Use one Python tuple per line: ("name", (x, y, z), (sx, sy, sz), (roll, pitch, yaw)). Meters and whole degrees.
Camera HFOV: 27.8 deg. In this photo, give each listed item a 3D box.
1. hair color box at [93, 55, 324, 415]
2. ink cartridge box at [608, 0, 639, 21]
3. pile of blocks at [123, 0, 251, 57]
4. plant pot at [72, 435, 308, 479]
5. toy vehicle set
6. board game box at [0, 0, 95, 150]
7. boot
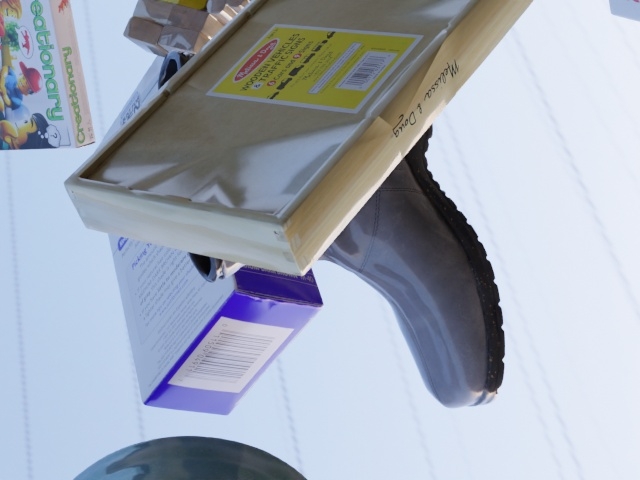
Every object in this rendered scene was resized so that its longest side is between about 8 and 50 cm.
("hair color box", (-0.123, -0.016, 1.299), (0.110, 0.185, 0.339), (12, -137, -35))
("ink cartridge box", (0.293, -0.286, 1.002), (0.172, 0.100, 0.237), (-138, 30, -64))
("pile of blocks", (-0.008, -0.264, 1.204), (0.112, 0.362, 0.149), (31, -140, -62))
("plant pot", (-0.119, 0.348, 1.136), (0.293, 0.293, 0.196), (40, -164, -17))
("toy vehicle set", (-0.006, -0.093, 0.764), (0.267, 0.166, 0.035), (-50, -46, -31))
("board game box", (-0.442, -0.284, 1.889), (0.053, 0.193, 0.305), (-32, -63, -56))
("boot", (0.000, 0.000, 1.025), (0.223, 0.118, 0.338), (-18, -95, -28))
